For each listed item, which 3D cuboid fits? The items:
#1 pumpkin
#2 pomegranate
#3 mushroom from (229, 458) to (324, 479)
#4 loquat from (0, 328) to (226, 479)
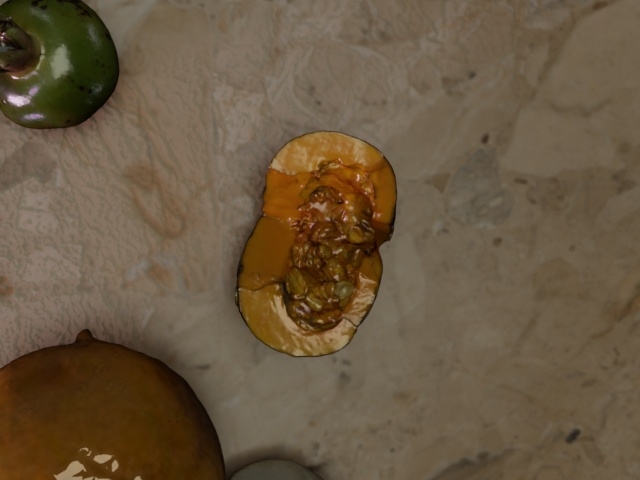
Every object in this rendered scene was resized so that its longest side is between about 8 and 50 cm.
[{"bbox_3d":[0.000,0.000,0.930,0.119,0.107,0.183,19,96,-1],"label":"pumpkin"},{"bbox_3d":[-0.225,-0.144,0.879,0.114,0.142,0.115,1,92,16],"label":"pomegranate"},{"bbox_3d":[-0.001,0.291,0.950,0.116,0.093,0.225,-44,113,-27],"label":"mushroom"},{"bbox_3d":[-0.183,0.194,0.862,0.238,0.193,0.238,0,76,2],"label":"loquat"}]
